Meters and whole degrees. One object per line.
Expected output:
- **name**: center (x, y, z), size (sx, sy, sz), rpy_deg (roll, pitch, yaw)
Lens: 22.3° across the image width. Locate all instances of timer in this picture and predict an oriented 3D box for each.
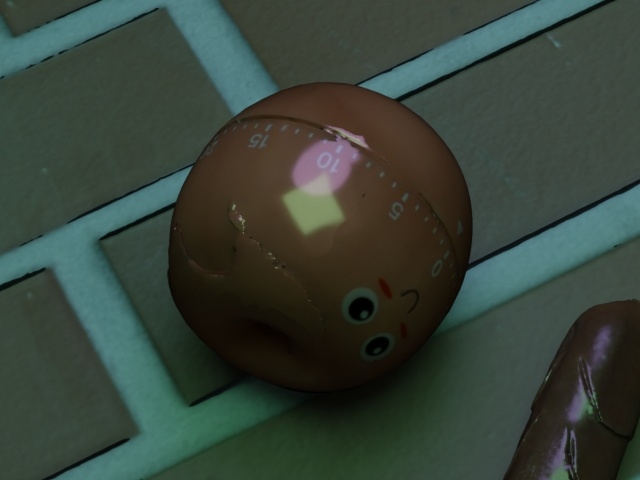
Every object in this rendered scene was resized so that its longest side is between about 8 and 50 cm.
- **timer**: center (0.000, 0.000, 1.254), size (0.229, 0.230, 0.215), rpy_deg (24, 62, 20)

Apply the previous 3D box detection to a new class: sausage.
- **sausage**: center (0.162, 0.219, 1.181), size (0.088, 0.088, 0.433), rpy_deg (15, 58, 15)
